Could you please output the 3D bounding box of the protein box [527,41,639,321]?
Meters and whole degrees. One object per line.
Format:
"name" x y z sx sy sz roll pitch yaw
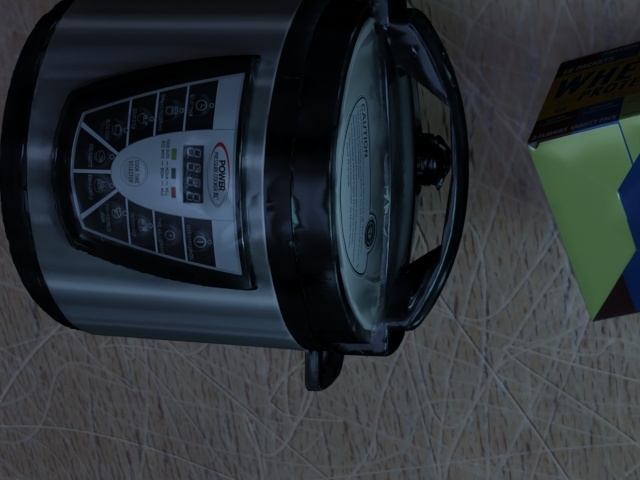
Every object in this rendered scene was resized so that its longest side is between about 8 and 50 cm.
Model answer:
"protein box" 0.311 -0.065 1.518 0.136 0.201 0.199 -13 113 24

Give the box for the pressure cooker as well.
"pressure cooker" -0.060 -0.079 1.548 0.420 0.375 0.370 4 144 16
